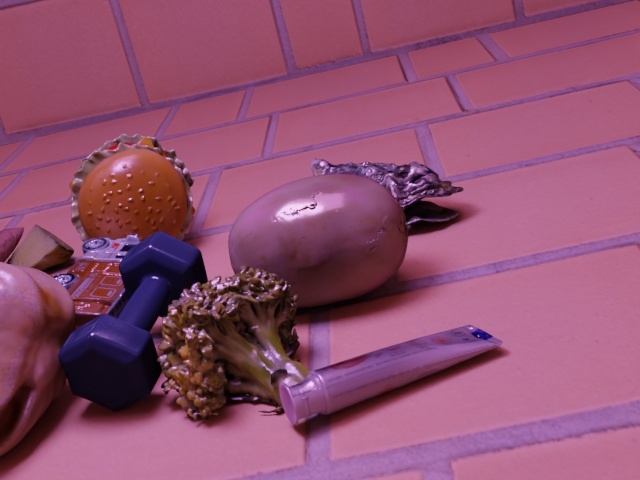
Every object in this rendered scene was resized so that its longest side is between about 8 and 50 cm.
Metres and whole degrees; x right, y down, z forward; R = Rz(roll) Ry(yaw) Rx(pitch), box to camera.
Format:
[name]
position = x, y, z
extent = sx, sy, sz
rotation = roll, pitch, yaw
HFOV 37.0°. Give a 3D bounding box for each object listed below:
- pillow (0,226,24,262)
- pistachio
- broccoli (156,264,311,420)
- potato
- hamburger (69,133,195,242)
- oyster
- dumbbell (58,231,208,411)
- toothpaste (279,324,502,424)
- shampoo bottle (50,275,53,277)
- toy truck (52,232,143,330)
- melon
[pillow]
position = -0.783, 0.064, 2.140
extent = 0.223, 0.084, 0.236
rotation = -32, 19, 14
[pistachio]
position = -0.585, 0.200, 1.481
extent = 0.445, 0.281, 0.365
rotation = -33, 46, -15
[broccoli]
position = -0.126, 0.140, 1.429
extent = 0.242, 0.180, 0.273
rotation = -34, 28, -30
[potato]
position = -0.628, 0.047, 2.171
extent = 0.149, 0.081, 0.120
rotation = 29, 82, 48
[hamburger]
position = -0.401, -0.084, 2.051
extent = 0.274, 0.274, 0.212
rotation = -16, 20, -6
[oyster]
position = 0.120, -0.099, 1.954
extent = 0.351, 0.158, 0.162
rotation = 18, 1, 33
[dumbbell]
position = -0.297, 0.126, 1.563
extent = 0.144, 0.156, 0.316
rotation = -1, 32, 15
[toothpaste]
position = 0.100, 0.180, 1.363
extent = 0.323, 0.066, 0.100
rotation = -17, 16, -20
[shampoo bottle]
position = -0.563, 0.116, 1.942
extent = 0.208, 0.057, 0.063
rotation = -29, 25, -33
[toy truck]
position = -0.395, 0.105, 1.764
extent = 0.162, 0.136, 0.305
rotation = -1, 26, 14
[melon]
position = 0.000, 0.000, 1.649
extent = 0.317, 0.223, 0.223
rotation = -13, 21, 9
